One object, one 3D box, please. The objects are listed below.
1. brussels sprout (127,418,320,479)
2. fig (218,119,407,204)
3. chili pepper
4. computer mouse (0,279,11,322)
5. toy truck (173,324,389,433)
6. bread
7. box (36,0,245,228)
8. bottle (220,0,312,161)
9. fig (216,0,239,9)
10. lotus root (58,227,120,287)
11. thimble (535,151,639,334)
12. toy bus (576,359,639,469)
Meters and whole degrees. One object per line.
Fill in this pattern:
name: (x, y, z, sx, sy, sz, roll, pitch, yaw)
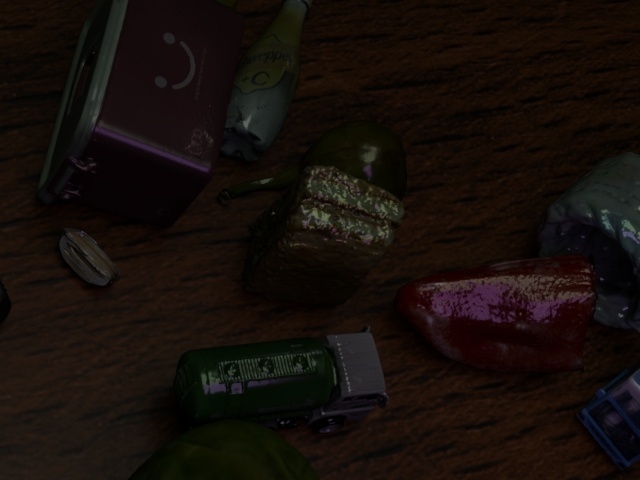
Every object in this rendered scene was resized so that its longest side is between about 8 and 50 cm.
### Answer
brussels sprout: (-0.097, 0.322, 1.338, 0.219, 0.210, 0.271, -16, 81, -51)
fig: (-0.009, -0.074, 1.656, 0.236, 0.124, 0.124, -12, 67, -1)
chili pepper: (0.211, 0.094, 1.636, 0.252, 0.144, 0.136, -1, 58, -6)
computer mouse: (-0.421, 0.018, 1.442, 0.122, 0.073, 0.217, -22, 80, -27)
toy truck: (-0.048, 0.157, 1.490, 0.242, 0.125, 0.101, -4, 65, -25)
bread: (0.000, 0.000, 1.550, 0.138, 0.196, 0.102, 12, 63, -21)
box: (-0.204, -0.165, 1.565, 0.167, 0.193, 0.294, 21, 57, -20)
bottle: (-0.064, -0.221, 1.707, 0.083, 0.083, 0.270, 23, 56, -9)
fig: (-0.166, -0.332, 1.699, 0.136, 0.121, 0.153, 2, 79, 21)
lotus root: (-0.266, 0.021, 1.529, 0.083, 0.030, 0.037, 47, 26, 3)
thimble: (0.387, 0.007, 1.709, 0.149, 0.185, 0.211, -41, 100, -32)
toy bus: (0.464, 0.160, 1.690, 0.297, 0.131, 0.106, -32, 78, -33)
